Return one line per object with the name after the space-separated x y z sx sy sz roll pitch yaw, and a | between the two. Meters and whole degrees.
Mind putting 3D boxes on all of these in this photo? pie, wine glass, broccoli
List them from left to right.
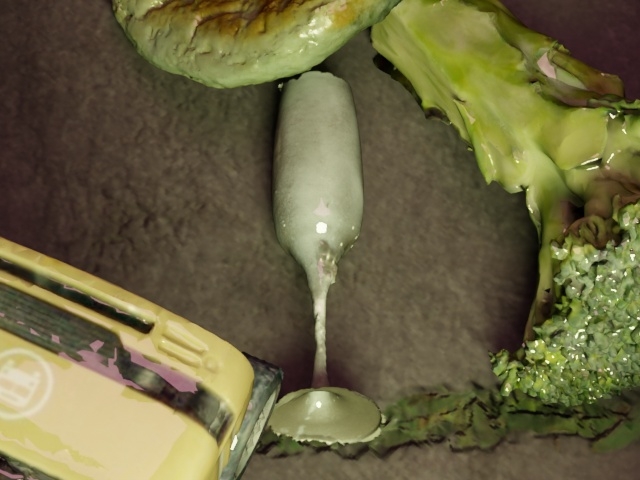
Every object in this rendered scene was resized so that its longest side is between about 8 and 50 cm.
-0.030 -0.191 1.119 0.240 0.054 0.240 -14 43 13 | pie
0.000 0.000 1.046 0.074 0.074 0.262 4 56 -8 | wine glass
0.180 -0.082 1.070 0.252 0.221 0.361 -29 60 15 | broccoli

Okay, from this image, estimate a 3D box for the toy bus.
-0.137 0.154 0.743 0.177 0.365 0.202 23 59 7 | toy bus
